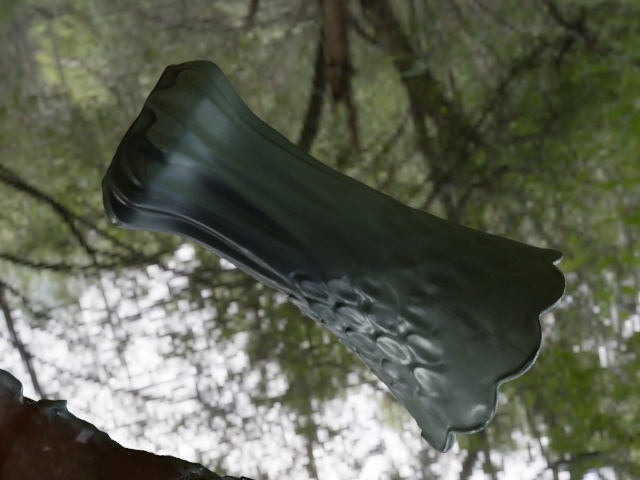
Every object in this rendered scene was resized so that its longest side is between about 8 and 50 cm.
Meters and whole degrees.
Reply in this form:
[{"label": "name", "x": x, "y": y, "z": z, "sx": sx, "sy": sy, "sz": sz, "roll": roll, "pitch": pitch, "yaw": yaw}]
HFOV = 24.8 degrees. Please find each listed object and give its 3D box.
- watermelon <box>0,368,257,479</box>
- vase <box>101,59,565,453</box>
[{"label": "watermelon", "x": -0.164, "y": 0.107, "z": 0.379, "sx": 0.262, "sy": 0.201, "sz": 0.213, "roll": -40, "pitch": -161, "yaw": -34}, {"label": "vase", "x": 0.000, "y": 0.000, "z": 0.490, "sx": 0.149, "sy": 0.081, "sz": 0.081, "roll": 32, "pitch": -163, "yaw": -9}]
